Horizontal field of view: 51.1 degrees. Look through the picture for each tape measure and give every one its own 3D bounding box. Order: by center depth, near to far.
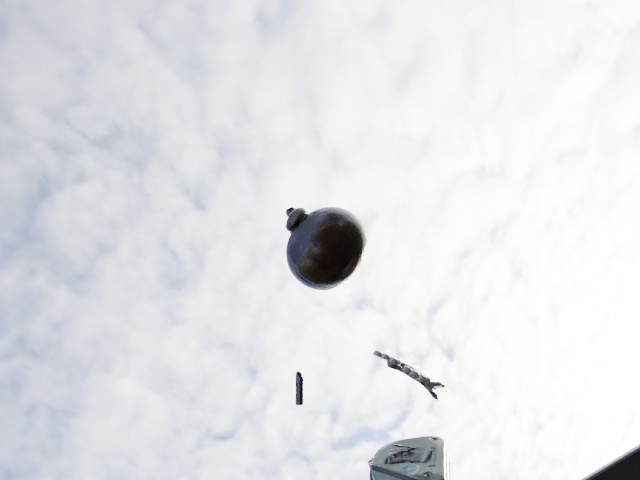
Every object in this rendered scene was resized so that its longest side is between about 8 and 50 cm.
[{"bbox_3d":[0.211,0.563,1.602,0.235,0.207,0.115,-55,-46,-73],"label":"tape measure"}]

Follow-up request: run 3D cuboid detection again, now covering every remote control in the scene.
[{"bbox_3d":[0.548,0.459,1.269,0.245,0.063,0.025,-35,-27,5],"label":"remote control"}]

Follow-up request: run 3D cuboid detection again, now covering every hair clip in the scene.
[{"bbox_3d":[0.261,0.391,1.961,0.054,0.220,0.140,-62,-28,-1],"label":"hair clip"}]

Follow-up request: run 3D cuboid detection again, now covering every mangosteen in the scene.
[{"bbox_3d":[0.006,0.007,1.609,0.216,0.216,0.216,-18,-60,-34],"label":"mangosteen"}]

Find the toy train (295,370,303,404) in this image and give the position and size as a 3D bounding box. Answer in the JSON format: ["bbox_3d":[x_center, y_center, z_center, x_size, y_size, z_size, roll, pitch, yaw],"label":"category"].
[{"bbox_3d":[-0.052,0.367,1.661,0.017,0.017,0.083,1,-91,-54],"label":"toy train"}]
